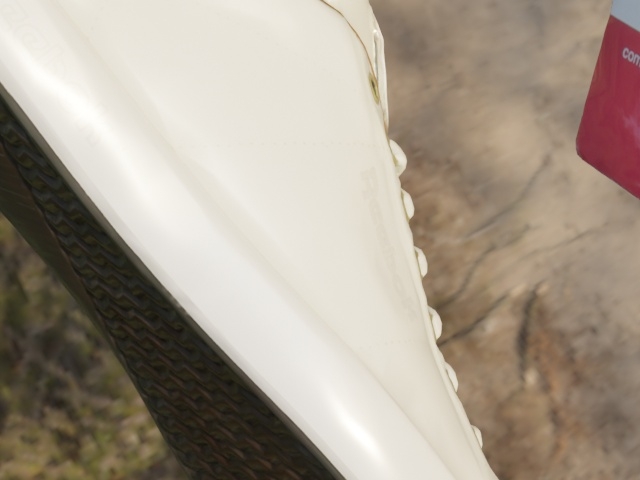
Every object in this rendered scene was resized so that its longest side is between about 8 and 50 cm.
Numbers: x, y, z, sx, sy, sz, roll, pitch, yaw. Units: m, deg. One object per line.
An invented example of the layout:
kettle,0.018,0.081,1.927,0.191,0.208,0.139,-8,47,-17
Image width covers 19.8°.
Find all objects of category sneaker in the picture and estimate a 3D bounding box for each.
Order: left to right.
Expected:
sneaker,0.000,0.000,0.513,0.290,0.123,0.106,56,151,-16

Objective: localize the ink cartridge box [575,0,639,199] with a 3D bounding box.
ink cartridge box,0.261,-0.152,0.772,0.131,0.226,0.306,46,131,51
